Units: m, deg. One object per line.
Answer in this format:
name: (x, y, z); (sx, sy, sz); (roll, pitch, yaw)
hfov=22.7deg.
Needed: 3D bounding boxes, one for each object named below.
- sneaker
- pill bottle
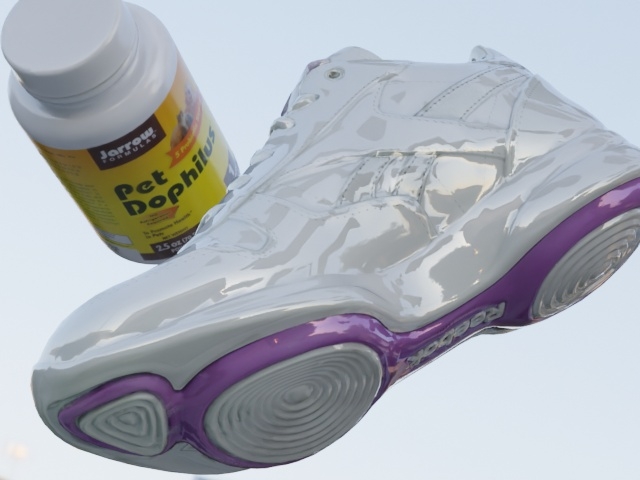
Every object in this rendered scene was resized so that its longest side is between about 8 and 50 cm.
sneaker: (0.000, 0.000, 0.699); (0.152, 0.305, 0.114); (50, -35, 27)
pill bottle: (-0.137, -0.082, 1.094); (0.117, 0.117, 0.215); (6, -29, 21)
